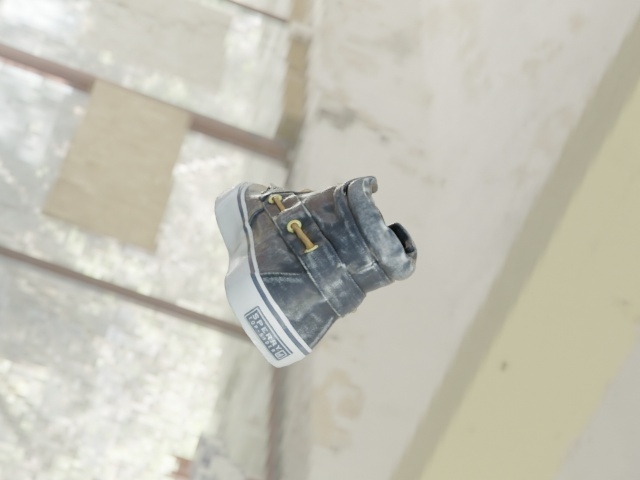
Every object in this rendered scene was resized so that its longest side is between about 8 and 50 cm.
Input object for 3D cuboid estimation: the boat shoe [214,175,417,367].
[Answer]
[{"bbox_3d":[0.000,0.000,0.813,0.083,0.065,0.183,-32,-161,6],"label":"boat shoe"}]
